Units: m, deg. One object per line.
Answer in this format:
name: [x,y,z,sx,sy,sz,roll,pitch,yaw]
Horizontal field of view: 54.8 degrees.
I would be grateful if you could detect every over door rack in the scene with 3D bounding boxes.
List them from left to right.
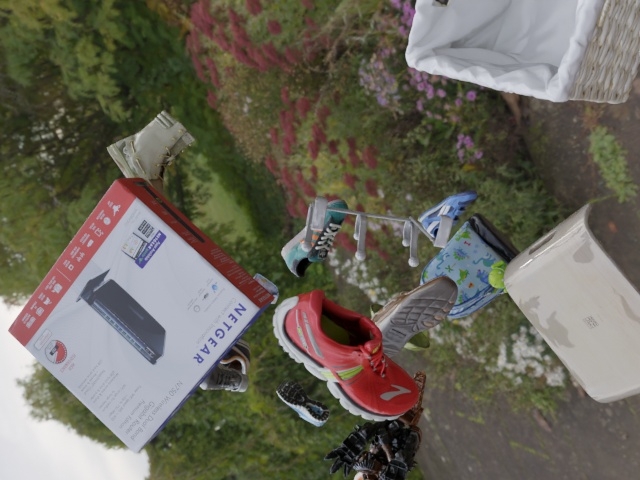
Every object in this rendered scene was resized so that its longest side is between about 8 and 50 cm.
over door rack: [0.089,-0.013,1.189,0.324,0.240,0.108,-158,76,-86]

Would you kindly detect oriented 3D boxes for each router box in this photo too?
router box: [-0.294,0.119,1.003,0.301,0.335,0.082,41,-166,5]

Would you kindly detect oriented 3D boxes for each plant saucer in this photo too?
plant saucer: [0.262,0.301,2.097,0.241,0.037,0.241,31,-168,-8]

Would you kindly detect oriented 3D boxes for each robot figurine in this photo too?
robot figurine: [0.591,0.119,1.991,0.067,0.115,0.101,-45,60,50]

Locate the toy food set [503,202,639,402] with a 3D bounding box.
toy food set: [0.464,0.112,1.008,0.306,0.092,0.219,54,148,11]

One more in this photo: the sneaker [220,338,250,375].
sneaker: [-0.345,0.335,1.869,0.126,0.321,0.127,-46,35,28]

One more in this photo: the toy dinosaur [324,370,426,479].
toy dinosaur: [0.132,0.405,1.234,0.165,0.218,0.321,5,101,28]

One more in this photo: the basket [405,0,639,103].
basket: [0.374,-0.420,1.056,0.331,0.267,0.328,29,115,41]

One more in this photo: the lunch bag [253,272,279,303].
lunch bag: [-0.152,0.136,1.655,0.083,0.053,0.071,33,157,3]

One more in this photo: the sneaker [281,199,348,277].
sneaker: [0.000,0.000,2.006,0.302,0.108,0.121,-47,56,26]

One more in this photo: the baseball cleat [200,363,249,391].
baseball cleat: [-0.226,0.322,1.463,0.206,0.110,0.072,79,-156,-81]

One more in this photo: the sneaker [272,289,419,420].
sneaker: [0.057,0.172,0.909,0.279,0.107,0.118,38,133,-22]

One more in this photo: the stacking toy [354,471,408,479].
stacking toy: [0.124,0.928,1.735,0.351,0.480,0.350,29,141,26]

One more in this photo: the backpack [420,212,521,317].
backpack: [0.519,0.116,2.204,0.290,0.355,0.273,51,-159,17]

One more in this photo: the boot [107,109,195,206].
boot: [-0.332,-0.168,1.312,0.213,0.165,0.077,49,170,19]

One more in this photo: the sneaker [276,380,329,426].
sneaker: [-0.053,0.437,1.622,0.162,0.063,0.073,34,139,20]

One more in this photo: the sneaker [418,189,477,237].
sneaker: [0.275,-0.057,1.300,0.144,0.053,0.059,-37,70,38]

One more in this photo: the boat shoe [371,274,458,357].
boat shoe: [0.226,0.182,1.618,0.123,0.324,0.116,32,-144,-21]
